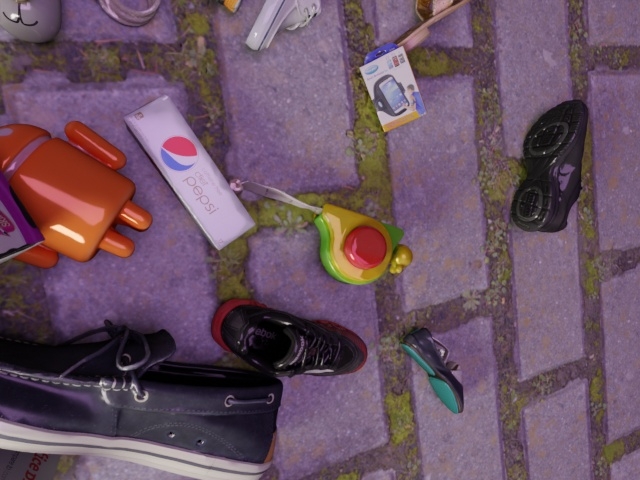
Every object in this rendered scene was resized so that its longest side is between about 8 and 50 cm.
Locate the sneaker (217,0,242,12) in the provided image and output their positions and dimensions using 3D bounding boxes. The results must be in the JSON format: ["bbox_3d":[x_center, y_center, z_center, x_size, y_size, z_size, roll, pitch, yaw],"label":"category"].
[{"bbox_3d":[-0.129,-0.455,0.585,0.083,0.084,0.215,15,88,-18],"label":"sneaker"}]

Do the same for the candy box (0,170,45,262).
[{"bbox_3d":[-0.428,-0.021,0.421,0.233,0.071,0.159,-20,104,24],"label":"candy box"}]

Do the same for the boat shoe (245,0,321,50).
[{"bbox_3d":[-0.031,-0.378,0.626,0.076,0.083,0.226,33,80,-20],"label":"boat shoe"}]

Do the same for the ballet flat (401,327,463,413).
[{"bbox_3d":[0.236,0.249,0.784,0.074,0.074,0.203,-40,105,-15],"label":"ballet flat"}]

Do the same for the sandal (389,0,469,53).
[{"bbox_3d":[0.199,-0.428,0.716,0.240,0.088,0.079,-44,114,-9],"label":"sandal"}]

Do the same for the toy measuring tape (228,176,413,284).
[{"bbox_3d":[0.000,0.000,0.654,0.330,0.121,0.121,17,87,-14],"label":"toy measuring tape"}]

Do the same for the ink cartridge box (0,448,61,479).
[{"bbox_3d":[-0.451,0.241,0.426,0.289,0.211,0.121,45,75,-19],"label":"ink cartridge box"}]

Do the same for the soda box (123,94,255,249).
[{"bbox_3d":[-0.187,-0.093,0.585,0.069,0.074,0.216,-37,106,-16],"label":"soda box"}]

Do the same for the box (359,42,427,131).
[{"bbox_3d":[0.126,-0.270,0.705,0.081,0.028,0.136,-20,105,21],"label":"box"}]

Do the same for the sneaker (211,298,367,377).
[{"bbox_3d":[-0.030,0.169,0.635,0.276,0.135,0.097,21,83,-23],"label":"sneaker"}]

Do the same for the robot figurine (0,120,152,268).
[{"bbox_3d":[-0.327,-0.055,0.502,0.219,0.128,0.158,33,112,-20],"label":"robot figurine"}]

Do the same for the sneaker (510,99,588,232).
[{"bbox_3d":[0.504,-0.151,0.860,0.130,0.109,0.286,12,98,-29],"label":"sneaker"}]

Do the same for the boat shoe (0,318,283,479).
[{"bbox_3d":[-0.261,0.181,0.521,0.500,0.187,0.156,29,77,-26],"label":"boat shoe"}]

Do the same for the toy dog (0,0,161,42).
[{"bbox_3d":[-0.332,-0.427,0.458,0.220,0.161,0.333,-20,101,-20],"label":"toy dog"}]
